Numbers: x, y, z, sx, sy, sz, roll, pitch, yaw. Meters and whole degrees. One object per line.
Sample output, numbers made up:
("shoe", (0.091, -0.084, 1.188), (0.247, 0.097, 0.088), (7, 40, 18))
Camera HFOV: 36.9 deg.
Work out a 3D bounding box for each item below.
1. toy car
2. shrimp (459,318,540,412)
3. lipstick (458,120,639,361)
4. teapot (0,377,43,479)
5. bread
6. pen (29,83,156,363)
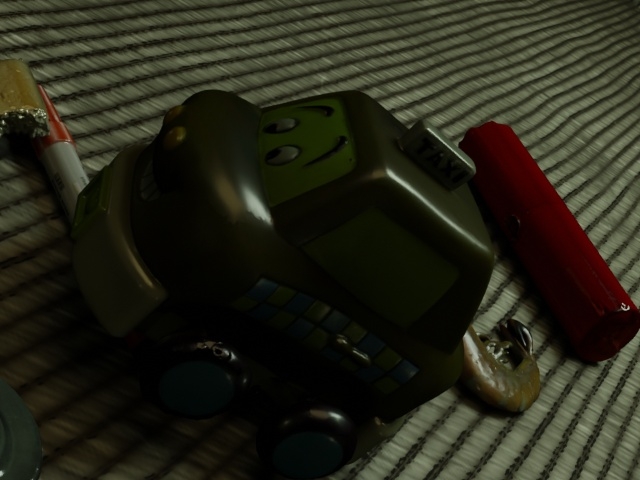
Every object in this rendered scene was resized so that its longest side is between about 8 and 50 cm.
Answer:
("toy car", (0.000, 0.000, 0.580), (0.248, 0.198, 0.204), (35, 27, -28))
("shrimp", (0.125, 0.063, 0.797), (0.124, 0.034, 0.178), (-3, 49, -48))
("lipstick", (0.219, -0.008, 0.945), (0.073, 0.073, 0.279), (12, 38, -34))
("teapot", (-0.180, 0.111, 0.390), (0.092, 0.091, 0.124), (35, 26, 0))
("bread", (-0.230, -0.094, 0.648), (0.083, 0.035, 0.070), (-15, 53, -27))
("pen", (-0.157, -0.019, 0.640), (0.028, 0.028, 0.239), (1, 46, -43))
